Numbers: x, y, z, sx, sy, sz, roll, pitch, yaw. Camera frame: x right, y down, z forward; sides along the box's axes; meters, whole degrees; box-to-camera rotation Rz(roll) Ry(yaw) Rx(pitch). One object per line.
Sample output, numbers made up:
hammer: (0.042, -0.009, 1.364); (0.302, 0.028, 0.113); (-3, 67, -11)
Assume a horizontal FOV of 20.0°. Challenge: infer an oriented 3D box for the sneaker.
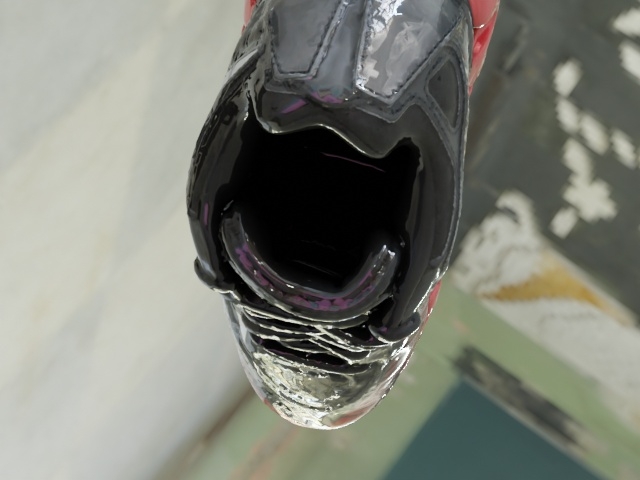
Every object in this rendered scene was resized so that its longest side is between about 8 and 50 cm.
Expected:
sneaker: (0.000, 0.000, 0.679); (0.276, 0.097, 0.135); (99, 6, -49)
